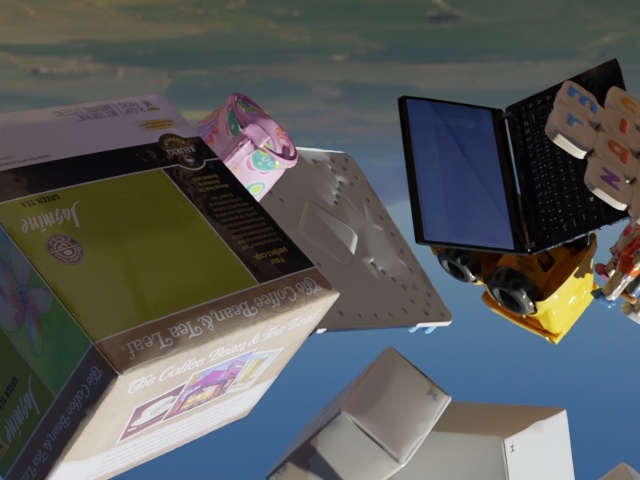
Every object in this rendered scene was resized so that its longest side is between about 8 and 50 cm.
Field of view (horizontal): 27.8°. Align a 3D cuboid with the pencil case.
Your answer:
[{"bbox_3d":[-0.161,-0.053,1.587,0.284,0.124,0.124,-40,169,18],"label":"pencil case"}]

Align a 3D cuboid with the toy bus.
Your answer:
[{"bbox_3d":[0.287,0.050,1.851,0.220,0.149,0.211,28,157,35],"label":"toy bus"}]

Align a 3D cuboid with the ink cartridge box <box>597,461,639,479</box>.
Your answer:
[{"bbox_3d":[0.450,0.396,1.735,0.061,0.181,0.104,-40,143,14],"label":"ink cartridge box"}]

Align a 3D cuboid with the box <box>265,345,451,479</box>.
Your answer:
[{"bbox_3d":[0.050,0.294,1.903,0.148,0.121,0.311,-48,178,-37],"label":"box"}]

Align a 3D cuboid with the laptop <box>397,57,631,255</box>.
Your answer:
[{"bbox_3d":[0.254,-0.115,1.637,0.264,0.234,0.136,-23,145,28],"label":"laptop"}]

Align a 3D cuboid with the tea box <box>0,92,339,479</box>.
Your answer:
[{"bbox_3d":[-0.223,0.045,1.312,0.329,0.323,0.220,-16,148,-52],"label":"tea box"}]

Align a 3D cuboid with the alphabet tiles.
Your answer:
[{"bbox_3d":[0.382,-0.075,1.471,0.284,0.021,0.278,34,-146,-2],"label":"alphabet tiles"}]

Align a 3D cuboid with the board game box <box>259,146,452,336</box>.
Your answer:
[{"bbox_3d":[0.000,0.000,2.170,0.390,0.390,0.050,1,141,-48],"label":"board game box"}]

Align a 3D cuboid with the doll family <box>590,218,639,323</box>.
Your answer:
[{"bbox_3d":[0.472,0.022,1.793,0.118,0.163,0.263,36,-164,3],"label":"doll family"}]

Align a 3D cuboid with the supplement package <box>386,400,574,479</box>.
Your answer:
[{"bbox_3d":[0.235,0.364,2.067,0.293,0.175,0.177,-3,-173,44],"label":"supplement package"}]
